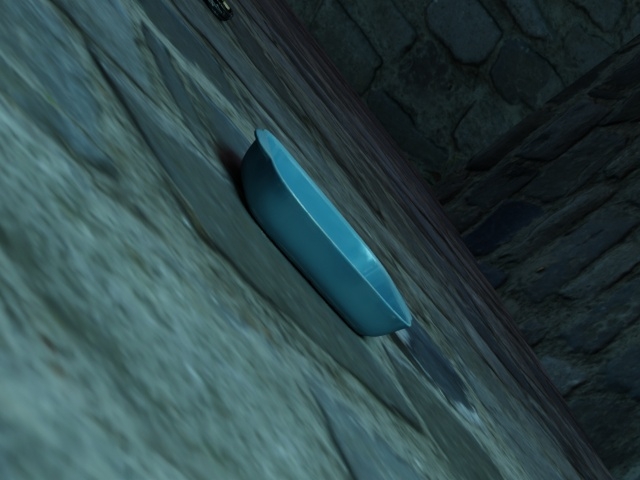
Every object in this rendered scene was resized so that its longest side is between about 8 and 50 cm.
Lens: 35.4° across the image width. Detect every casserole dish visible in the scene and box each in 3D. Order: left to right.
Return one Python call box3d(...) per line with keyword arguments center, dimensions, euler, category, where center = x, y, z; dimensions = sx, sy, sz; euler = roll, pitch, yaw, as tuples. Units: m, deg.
box3d(center=(0.000, 0.000, 0.724), dimensions=(0.188, 0.037, 0.114), euler=(48, 11, -27), category="casserole dish")

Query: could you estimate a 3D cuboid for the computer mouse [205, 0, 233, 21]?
box3d(center=(-0.175, -0.362, 1.178), dimensions=(0.242, 0.041, 0.071), euler=(50, 9, -25), category="computer mouse")
